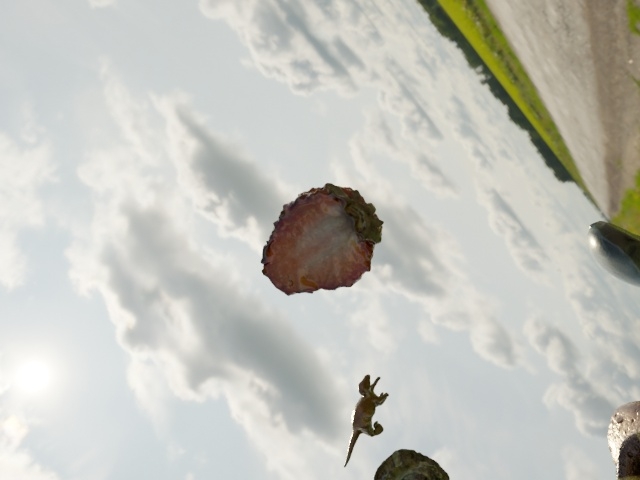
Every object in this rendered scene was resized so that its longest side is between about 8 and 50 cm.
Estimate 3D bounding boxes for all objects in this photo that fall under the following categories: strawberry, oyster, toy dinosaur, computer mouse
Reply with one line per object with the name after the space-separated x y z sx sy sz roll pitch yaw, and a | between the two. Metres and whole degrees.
0.000 0.000 1.748 0.265 0.336 0.149 50 -155 -6 | strawberry
0.171 0.537 1.160 0.158 0.162 0.350 69 -166 -48 | oyster
0.059 0.290 1.091 0.039 0.162 0.126 31 176 35 | toy dinosaur
0.800 0.049 1.740 0.374 0.114 0.203 15 -161 -37 | computer mouse

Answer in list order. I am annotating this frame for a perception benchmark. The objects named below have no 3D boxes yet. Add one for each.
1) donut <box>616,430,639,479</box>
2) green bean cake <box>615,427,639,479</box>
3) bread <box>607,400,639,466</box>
0.577 0.399 1.190 0.059 0.140 0.140 16 -141 -41 | donut
0.647 0.416 1.302 0.094 0.185 0.183 23 -169 17 | green bean cake
0.783 0.483 1.672 0.104 0.199 0.199 13 -155 -1 | bread
